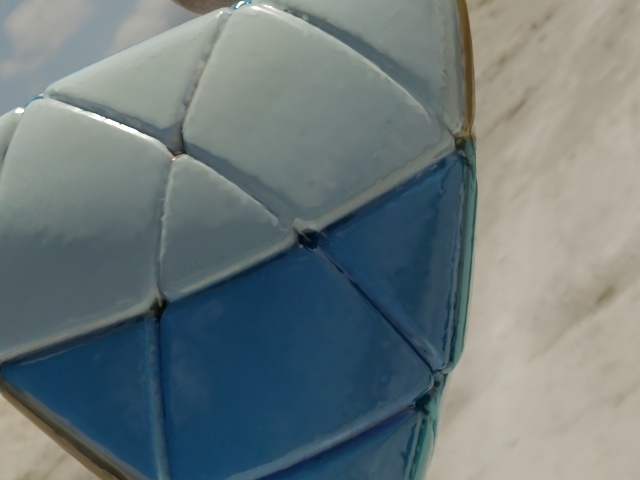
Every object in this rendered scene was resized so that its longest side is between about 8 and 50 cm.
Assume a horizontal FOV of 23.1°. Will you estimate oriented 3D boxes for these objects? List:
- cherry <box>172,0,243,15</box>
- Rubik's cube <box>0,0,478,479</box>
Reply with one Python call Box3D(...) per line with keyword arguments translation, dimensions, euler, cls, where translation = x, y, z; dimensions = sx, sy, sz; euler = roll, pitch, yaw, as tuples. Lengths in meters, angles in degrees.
Box3D(translation=(-0.072, -0.255, 1.261), dimensions=(0.148, 0.115, 0.188), euler=(-33, 25, 17), cls="cherry")
Box3D(translation=(0.000, 0.000, 0.645), dimensions=(0.254, 0.254, 0.254), euler=(-48, 2, 2), cls="Rubik's cube")
